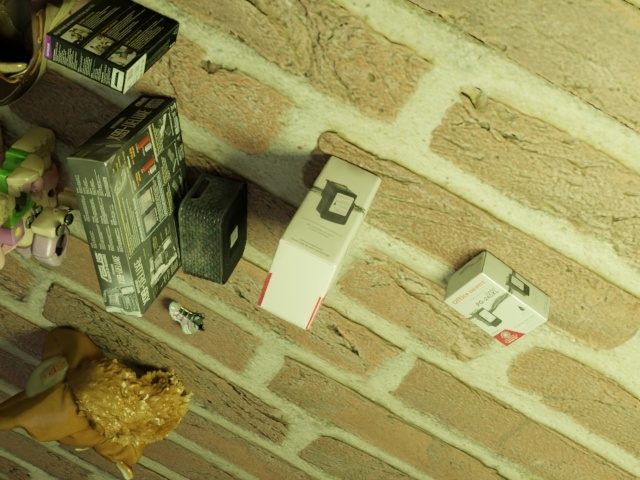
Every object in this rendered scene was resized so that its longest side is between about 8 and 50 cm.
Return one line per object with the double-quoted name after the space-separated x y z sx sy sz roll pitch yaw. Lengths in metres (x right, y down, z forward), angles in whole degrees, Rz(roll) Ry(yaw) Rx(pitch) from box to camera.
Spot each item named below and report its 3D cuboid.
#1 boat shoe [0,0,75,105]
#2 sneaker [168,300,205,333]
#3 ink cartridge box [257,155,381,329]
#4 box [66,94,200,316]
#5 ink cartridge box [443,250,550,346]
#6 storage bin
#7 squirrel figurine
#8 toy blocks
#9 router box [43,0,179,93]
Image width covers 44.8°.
-0.522 -0.328 1.300 0.123 0.123 0.342 41 133 -15 "boat shoe"
-0.285 0.167 1.708 0.069 0.038 0.098 -6 136 26 "sneaker"
0.000 0.000 1.293 0.100 0.237 0.172 26 135 4 "ink cartridge box"
-0.310 -0.061 1.345 0.077 0.242 0.307 8 126 16 "box"
0.309 0.104 1.372 0.150 0.063 0.109 35 134 -9 "ink cartridge box"
-0.195 -0.021 1.436 0.084 0.122 0.180 15 134 11 "storage bin"
-0.510 0.427 1.883 0.397 0.281 0.370 -6 133 31 "squirrel figurine"
-0.563 -0.041 1.469 0.309 0.288 0.260 15 131 6 "toy blocks"
-0.315 -0.309 1.191 0.133 0.179 0.046 25 133 2 "router box"
